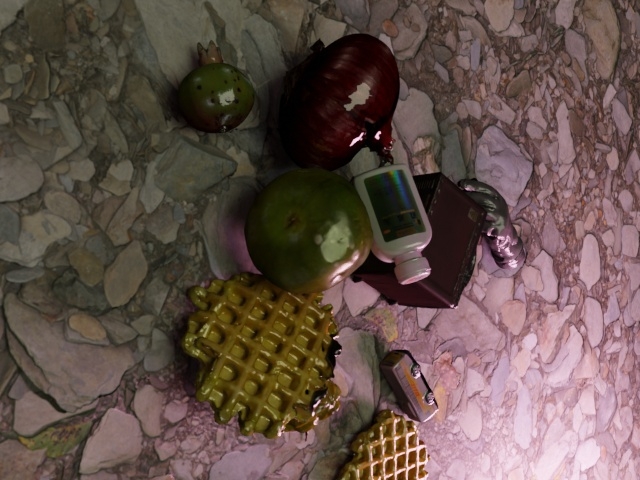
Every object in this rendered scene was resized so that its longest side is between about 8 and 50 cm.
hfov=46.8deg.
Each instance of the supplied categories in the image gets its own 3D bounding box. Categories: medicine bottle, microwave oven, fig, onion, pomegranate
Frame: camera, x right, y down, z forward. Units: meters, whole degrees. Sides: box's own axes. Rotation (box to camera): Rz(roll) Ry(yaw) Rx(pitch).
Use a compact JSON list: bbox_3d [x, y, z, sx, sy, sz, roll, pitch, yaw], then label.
[{"bbox_3d":[0.141,-0.030,1.381,0.115,0.078,0.219,-15,75,-13],"label":"medicine bottle"},{"bbox_3d":[0.210,0.007,1.543,0.188,0.178,0.247,34,69,-35],"label":"microwave oven"},{"bbox_3d":[-0.026,-0.003,1.342,0.233,0.314,0.233,2,76,-8],"label":"fig"},{"bbox_3d":[0.059,-0.232,1.356,0.285,0.273,0.273,37,65,-11],"label":"onion"},{"bbox_3d":[-0.187,-0.252,1.254,0.129,0.159,0.129,-26,148,-18],"label":"pomegranate"}]

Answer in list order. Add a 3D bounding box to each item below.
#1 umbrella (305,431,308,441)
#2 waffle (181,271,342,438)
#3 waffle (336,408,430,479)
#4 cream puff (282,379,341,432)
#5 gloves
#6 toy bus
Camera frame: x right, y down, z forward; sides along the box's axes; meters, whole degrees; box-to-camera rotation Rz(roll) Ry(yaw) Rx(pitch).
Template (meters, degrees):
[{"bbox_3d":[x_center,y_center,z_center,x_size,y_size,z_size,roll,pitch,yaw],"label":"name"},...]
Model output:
[{"bbox_3d":[-0.023,0.320,1.447,0.022,0.022,0.148,-14,107,-64],"label":"umbrella"},{"bbox_3d":[-0.090,0.188,1.275,0.307,0.060,0.311,5,57,-28],"label":"waffle"},{"bbox_3d":[0.139,0.494,1.565,0.254,0.052,0.245,-52,122,-29],"label":"waffle"},{"bbox_3d":[-0.036,0.281,1.357,0.121,0.156,0.156,-31,112,-70],"label":"cream puff"},{"bbox_3d":[0.404,-0.048,1.772,0.285,0.119,0.142,41,33,-29],"label":"gloves"},{"bbox_3d":[0.194,0.318,1.609,0.072,0.057,0.172,-40,114,-27],"label":"toy bus"}]
